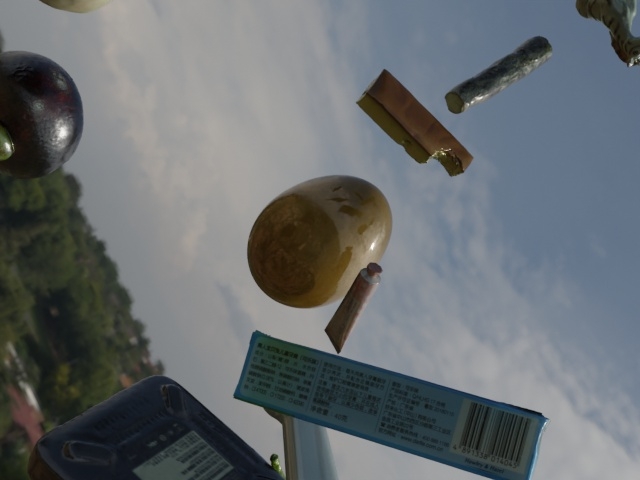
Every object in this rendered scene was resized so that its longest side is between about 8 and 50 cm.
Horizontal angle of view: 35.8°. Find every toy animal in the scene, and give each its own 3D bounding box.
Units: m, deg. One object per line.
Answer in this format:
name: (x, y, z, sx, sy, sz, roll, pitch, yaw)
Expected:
toy animal: (0.567, -0.467, 1.909, 0.170, 0.090, 0.255, 101, -20, -44)

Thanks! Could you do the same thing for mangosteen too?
mangosteen: (-0.503, -0.205, 1.621, 0.216, 0.216, 0.216, 59, -13, 22)

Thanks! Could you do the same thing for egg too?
egg: (0.000, 0.000, 2.020, 0.250, 0.322, 0.250, 49, 20, -25)

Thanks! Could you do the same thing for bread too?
bread: (0.165, -0.191, 1.712, 0.226, 0.088, 0.049, 43, -45, -11)

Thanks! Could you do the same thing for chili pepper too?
chili pepper: (-0.047, 0.331, 1.374, 0.030, 0.017, 0.083, -25, -78, 35)

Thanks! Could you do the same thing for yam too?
yam: (0.336, -0.310, 1.858, 0.061, 0.274, 0.061, 32, -40, 32)

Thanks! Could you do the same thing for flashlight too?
flashlight: (-0.017, 0.233, 1.126, 0.200, 0.093, 0.047, -102, -152, -42)

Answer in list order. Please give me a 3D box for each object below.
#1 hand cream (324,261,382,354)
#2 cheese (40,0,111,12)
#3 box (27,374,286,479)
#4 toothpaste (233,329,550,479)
hand cream: (0.061, 0.126, 1.909, 0.067, 0.043, 0.209, 57, -47, 36)
cheese: (-0.431, -0.460, 1.374, 0.129, 0.328, 0.351, -58, -149, 31)
box: (-0.190, 0.310, 1.268, 0.289, 0.073, 0.290, 41, 26, 14)
toothpaste: (0.060, 0.144, 0.860, 0.267, 0.065, 0.050, 14, -7, 17)
